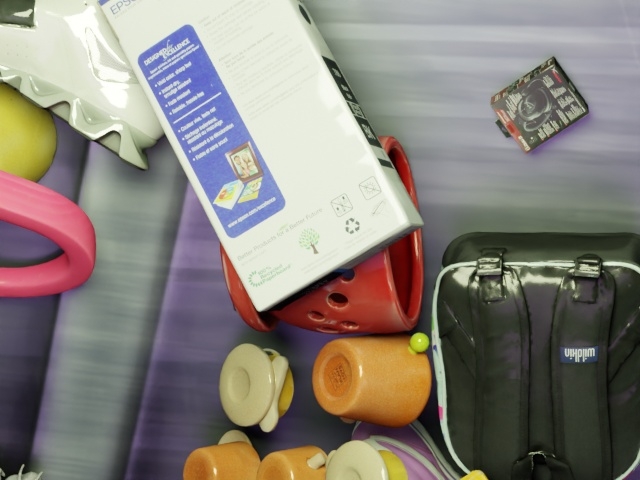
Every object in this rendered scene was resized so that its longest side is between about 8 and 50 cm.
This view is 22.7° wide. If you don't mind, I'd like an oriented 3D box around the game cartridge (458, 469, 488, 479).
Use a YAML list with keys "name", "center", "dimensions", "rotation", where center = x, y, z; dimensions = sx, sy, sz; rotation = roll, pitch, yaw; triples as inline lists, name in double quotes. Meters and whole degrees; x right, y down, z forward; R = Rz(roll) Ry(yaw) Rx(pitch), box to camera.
- name: "game cartridge"
  center: [0.103, 0.399, 1.630]
  dimensions: [0.285, 0.052, 0.323]
  rotation: [-33, 134, 1]

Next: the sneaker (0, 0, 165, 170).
- name: "sneaker"
  center: [-0.275, -0.213, 1.550]
  dimensions: [0.330, 0.122, 0.146]
  rotation: [31, 94, -5]

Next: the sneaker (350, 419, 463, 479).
- name: "sneaker"
  center: [0.128, 0.315, 1.677]
  dimensions: [0.282, 0.161, 0.102]
  rotation: [44, 108, -12]

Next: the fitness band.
- name: "fitness band"
  center: [-0.365, -0.007, 1.587]
  dimensions: [0.291, 0.054, 0.209]
  rotation: [20, 141, -31]

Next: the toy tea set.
- name: "toy tea set"
  center: [-0.002, 0.197, 1.633]
  dimensions: [0.336, 0.124, 0.200]
  rotation: [-8, 79, 48]

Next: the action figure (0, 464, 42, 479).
- name: "action figure"
  center: [-0.403, 0.350, 1.788]
  dimensions: [0.285, 0.099, 0.185]
  rotation: [-43, 92, 15]

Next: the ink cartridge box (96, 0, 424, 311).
- name: "ink cartridge box"
  center: [-0.056, -0.117, 1.445]
  dimensions: [0.165, 0.065, 0.332]
  rotation: [-30, 81, 16]

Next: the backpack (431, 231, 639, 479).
- name: "backpack"
  center: [0.223, 0.117, 1.568]
  dimensions: [0.225, 0.191, 0.253]
  rotation: [-1, 104, 12]

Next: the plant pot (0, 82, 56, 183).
- name: "plant pot"
  center: [-0.343, -0.093, 1.603]
  dimensions: [0.134, 0.095, 0.134]
  rotation: [2, 111, 5]

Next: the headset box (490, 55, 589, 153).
- name: "headset box"
  center: [0.211, -0.130, 1.557]
  dimensions: [0.083, 0.032, 0.062]
  rotation: [-34, 104, 19]

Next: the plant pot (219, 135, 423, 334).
- name: "plant pot"
  center: [0.000, 0.000, 1.551]
  dimensions: [0.174, 0.191, 0.191]
  rotation: [-5, 111, 12]
